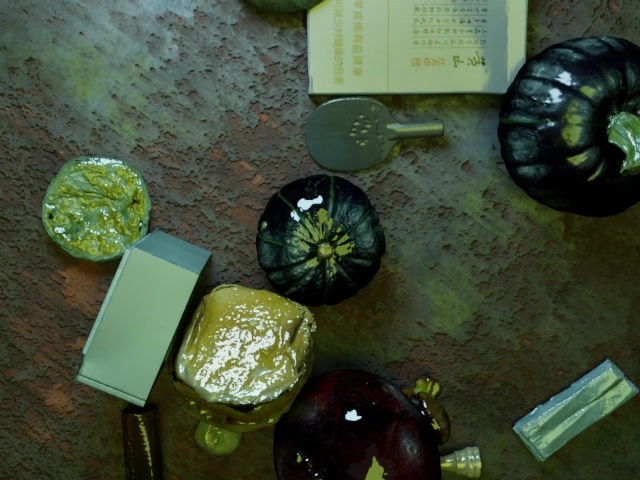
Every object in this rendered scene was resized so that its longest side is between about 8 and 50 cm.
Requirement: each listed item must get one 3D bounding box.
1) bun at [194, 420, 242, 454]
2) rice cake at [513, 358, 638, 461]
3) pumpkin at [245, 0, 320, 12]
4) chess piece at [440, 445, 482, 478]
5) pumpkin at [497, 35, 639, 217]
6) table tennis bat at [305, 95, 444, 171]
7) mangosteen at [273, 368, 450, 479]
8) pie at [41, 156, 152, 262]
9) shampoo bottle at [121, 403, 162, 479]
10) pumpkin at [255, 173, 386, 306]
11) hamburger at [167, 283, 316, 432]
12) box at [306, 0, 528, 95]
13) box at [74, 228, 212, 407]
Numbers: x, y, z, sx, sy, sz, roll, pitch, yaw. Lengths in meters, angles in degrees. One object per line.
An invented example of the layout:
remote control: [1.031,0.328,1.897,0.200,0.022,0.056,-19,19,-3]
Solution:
bun: [-0.180,0.343,1.449,0.086,0.055,0.086,0,98,-3]
rice cake: [0.463,0.307,1.483,0.226,0.040,0.085,-36,98,3]
pumpkin: [-0.069,-0.473,1.278,0.218,0.110,0.217,1,92,16]
chess piece: [0.203,0.404,1.480,0.172,0.060,0.060,0,99,-1]
pumpkin: [0.438,-0.179,1.283,0.296,0.296,0.295,0,99,-3]
table tennis bat: [0.091,-0.182,1.385,0.235,0.022,0.131,-3,116,0]
mangosteen: [0.067,0.356,1.362,0.297,0.293,0.297,2,94,28]
pie: [-0.376,-0.054,1.384,0.187,0.041,0.186,0,98,-3]
shampoo bottle: [-0.314,0.409,1.449,0.067,0.068,0.236,-3,97,-2]
pumpkin: [0.000,0.000,1.353,0.221,0.162,0.220,-1,104,-5]
hamburger: [-0.124,0.191,1.313,0.245,0.244,0.163,-7,142,-2]
box: [0.159,-0.345,1.360,0.365,0.051,0.204,-1,99,-2]
box: [-0.280,0.113,1.322,0.117,0.225,0.225,23,96,-5]
